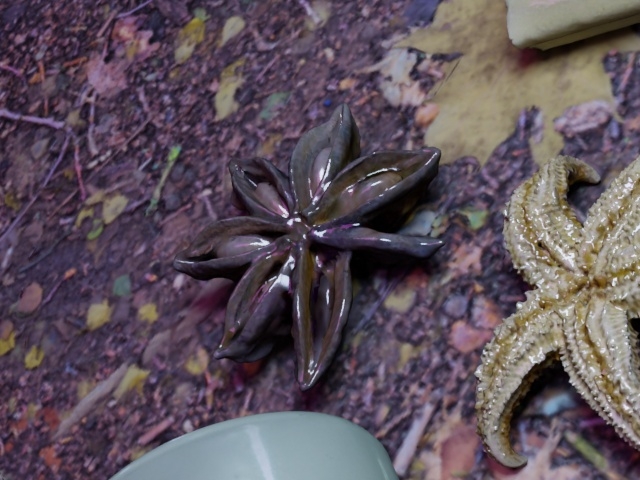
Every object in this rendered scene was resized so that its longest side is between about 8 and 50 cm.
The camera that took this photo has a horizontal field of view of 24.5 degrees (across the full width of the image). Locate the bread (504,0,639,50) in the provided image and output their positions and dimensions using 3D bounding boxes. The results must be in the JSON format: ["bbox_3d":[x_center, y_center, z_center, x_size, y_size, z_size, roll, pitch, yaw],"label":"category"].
[{"bbox_3d":[0.216,-0.210,1.026,0.178,0.060,0.139,-13,60,28],"label":"bread"}]

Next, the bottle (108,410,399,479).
[{"bbox_3d":[0.005,0.281,0.797,0.229,0.229,0.351,-34,51,13],"label":"bottle"}]

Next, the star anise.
[{"bbox_3d":[-0.013,-0.004,1.057,0.212,0.073,0.197,-48,52,-2],"label":"star anise"}]

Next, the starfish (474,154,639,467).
[{"bbox_3d":[0.175,0.040,0.915,0.238,0.071,0.216,-50,43,8],"label":"starfish"}]
